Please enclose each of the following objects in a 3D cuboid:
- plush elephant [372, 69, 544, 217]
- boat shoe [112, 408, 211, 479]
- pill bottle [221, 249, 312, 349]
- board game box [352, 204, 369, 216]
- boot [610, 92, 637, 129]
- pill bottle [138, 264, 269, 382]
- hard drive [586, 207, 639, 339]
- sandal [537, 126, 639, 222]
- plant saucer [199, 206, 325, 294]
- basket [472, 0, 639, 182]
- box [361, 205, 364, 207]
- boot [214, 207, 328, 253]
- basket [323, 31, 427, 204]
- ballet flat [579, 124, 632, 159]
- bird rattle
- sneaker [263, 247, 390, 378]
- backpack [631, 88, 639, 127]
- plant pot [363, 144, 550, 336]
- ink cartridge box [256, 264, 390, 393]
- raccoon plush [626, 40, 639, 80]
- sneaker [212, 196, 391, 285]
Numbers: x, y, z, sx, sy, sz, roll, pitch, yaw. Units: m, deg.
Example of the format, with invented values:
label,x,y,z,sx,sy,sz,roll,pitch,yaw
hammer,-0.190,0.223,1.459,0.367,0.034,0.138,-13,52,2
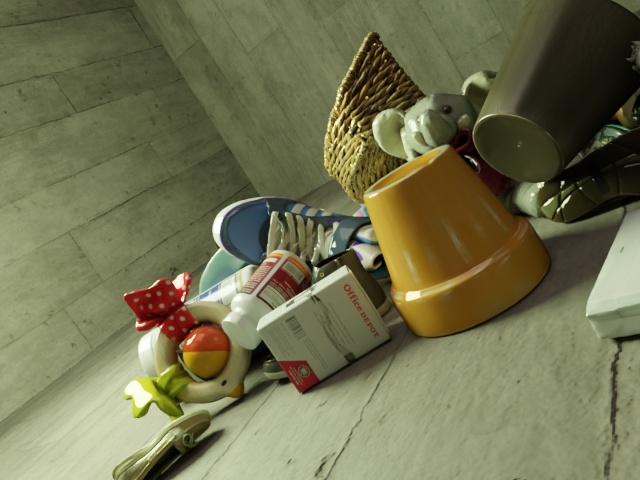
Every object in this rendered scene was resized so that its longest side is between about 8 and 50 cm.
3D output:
label,x,y,z,sx,sy,sz,roll,pitch,yaw
plush elephant,0.227,-0.140,0.980,0.272,0.255,0.330,-29,10,20
boat shoe,-0.215,0.299,0.822,0.153,0.048,0.056,-32,-37,-21
pill bottle,-0.084,0.093,0.917,0.086,0.086,0.152,-20,25,52
board game box,0.180,-0.089,1.292,0.242,0.064,0.316,-34,-2,-6
boot,0.539,-0.242,1.049,0.295,0.104,0.211,-42,3,-29
pill bottle,-0.193,0.169,1.080,0.264,0.153,0.153,-30,9,12
hard drive,0.390,-0.015,0.464,0.307,0.040,0.203,-24,13,46
sandal,0.390,-0.083,0.757,0.060,0.090,0.219,-11,-15,-42
plant saucer,-0.094,0.060,1.205,0.317,0.044,0.317,-27,-31,-18
basket,0.322,-0.203,0.806,0.227,0.204,0.154,-54,-14,-20
box,0.229,-0.159,1.696,0.201,0.057,0.293,-33,9,-6
boot,-0.092,0.010,1.374,0.284,0.138,0.377,-32,-23,-24
basket,0.086,-0.240,1.251,0.213,0.223,0.299,-32,-17,-9
ballet flat,0.455,-0.152,0.940,0.070,0.070,0.188,-30,8,14
bird rattle,-0.210,0.175,0.959,0.207,0.253,0.143,-3,-24,11
sneaker,-0.013,0.110,0.897,0.222,0.118,0.083,-34,9,-9
backpack,0.545,-0.236,0.854,0.152,0.115,0.182,-18,22,50
plant pot,0.155,-0.011,0.755,0.205,0.188,0.205,-32,9,6
ink cartridge box,0.005,0.120,0.810,0.150,0.109,0.063,-32,7,3
raccoon plush,0.611,-0.240,0.704,0.446,0.216,0.299,-4,-20,-31
sneaker,0.000,0.001,0.996,0.323,0.130,0.236,10,1,-25
